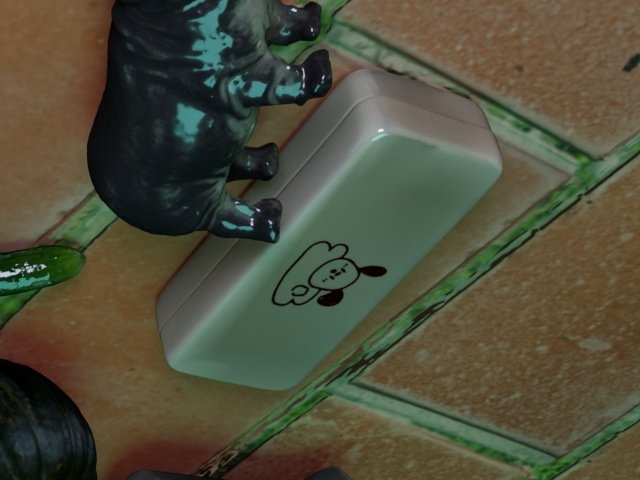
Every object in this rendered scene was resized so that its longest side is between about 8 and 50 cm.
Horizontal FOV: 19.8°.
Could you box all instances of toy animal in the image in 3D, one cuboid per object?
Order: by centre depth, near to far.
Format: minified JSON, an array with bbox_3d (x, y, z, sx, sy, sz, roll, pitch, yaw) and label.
[{"bbox_3d":[-0.080,-0.141,1.195,0.168,0.106,0.343,-4,136,-3],"label":"toy animal"}]

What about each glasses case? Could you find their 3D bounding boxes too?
[{"bbox_3d":[0.000,0.000,1.426,0.131,0.070,0.313,15,134,-33],"label":"glasses case"}]

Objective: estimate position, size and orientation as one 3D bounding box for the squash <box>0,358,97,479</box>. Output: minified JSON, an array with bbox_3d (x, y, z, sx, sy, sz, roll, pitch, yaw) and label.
[{"bbox_3d":[-0.280,0.198,1.484,0.172,0.218,0.218,16,150,23],"label":"squash"}]

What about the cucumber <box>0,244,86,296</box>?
[{"bbox_3d":[-0.256,0.029,1.403,0.155,0.037,0.037,-11,143,-6],"label":"cucumber"}]

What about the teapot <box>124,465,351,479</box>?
[{"bbox_3d":[-0.085,0.291,1.713,0.225,0.171,0.203,-4,174,-24],"label":"teapot"}]
